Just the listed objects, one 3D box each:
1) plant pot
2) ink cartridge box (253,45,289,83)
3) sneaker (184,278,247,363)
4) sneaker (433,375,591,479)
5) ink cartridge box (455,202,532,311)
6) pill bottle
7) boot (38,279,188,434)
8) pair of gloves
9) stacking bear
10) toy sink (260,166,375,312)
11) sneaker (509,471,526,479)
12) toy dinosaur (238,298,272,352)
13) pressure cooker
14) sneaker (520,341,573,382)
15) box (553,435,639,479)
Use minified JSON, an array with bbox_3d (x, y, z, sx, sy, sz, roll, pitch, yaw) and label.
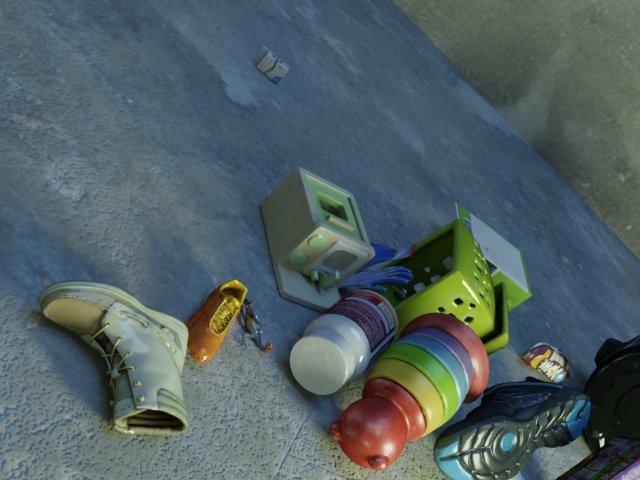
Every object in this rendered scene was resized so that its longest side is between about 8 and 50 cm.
[{"bbox_3d":[0.248,0.130,1.547,0.207,0.228,0.227,47,27,-14],"label":"plant pot"},{"bbox_3d":[-0.124,-0.434,1.919,0.083,0.048,0.028,39,29,-14],"label":"ink cartridge box"},{"bbox_3d":[-0.158,0.114,1.161,0.064,0.067,0.175,41,30,-16],"label":"sneaker"},{"bbox_3d":[0.318,0.331,1.374,0.341,0.125,0.140,-9,20,-32],"label":"sneaker"},{"bbox_3d":[0.418,0.044,2.020,0.255,0.097,0.188,35,31,-19],"label":"ink cartridge box"},{"bbox_3d":[0.041,0.169,1.308,0.121,0.121,0.221,51,28,6],"label":"pill bottle"},{"bbox_3d":[-0.255,0.150,0.972,0.213,0.077,0.165,29,35,-36],"label":"boot"},{"bbox_3d":[0.108,0.051,1.542,0.198,0.159,0.023,-68,149,-61],"label":"pair of gloves"},{"bbox_3d":[0.136,0.256,1.261,0.175,0.164,0.289,38,49,18],"label":"stacking bear"},{"bbox_3d":[0.000,0.000,1.455,0.153,0.131,0.234,24,36,-36],"label":"toy sink"},{"bbox_3d":[0.325,0.458,1.384,0.129,0.111,0.297,-1,47,-40],"label":"sneaker"},{"bbox_3d":[-0.101,0.137,1.241,0.082,0.047,0.090,63,15,-11],"label":"toy dinosaur"},{"bbox_3d":[0.863,0.399,1.912,0.420,0.376,0.369,-4,77,-56],"label":"pressure cooker"},{"bbox_3d":[0.569,0.307,1.922,0.186,0.069,0.083,15,37,-44],"label":"sneaker"},{"bbox_3d":[0.520,0.440,1.420,0.057,0.201,0.293,55,-3,13],"label":"box"}]
